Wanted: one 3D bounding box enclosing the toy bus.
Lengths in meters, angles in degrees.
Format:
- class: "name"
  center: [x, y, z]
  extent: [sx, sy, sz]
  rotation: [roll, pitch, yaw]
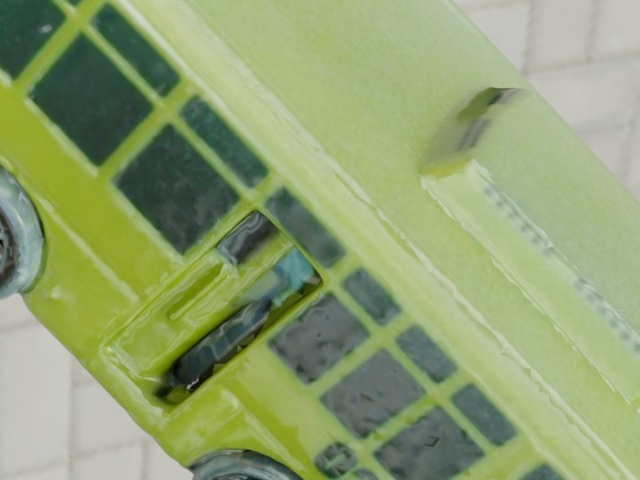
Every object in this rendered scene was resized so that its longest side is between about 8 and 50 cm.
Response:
- class: "toy bus"
  center: [0.000, 0.000, 0.365]
  extent: [0.101, 0.175, 0.088]
  rotation: [-42, -176, 38]
